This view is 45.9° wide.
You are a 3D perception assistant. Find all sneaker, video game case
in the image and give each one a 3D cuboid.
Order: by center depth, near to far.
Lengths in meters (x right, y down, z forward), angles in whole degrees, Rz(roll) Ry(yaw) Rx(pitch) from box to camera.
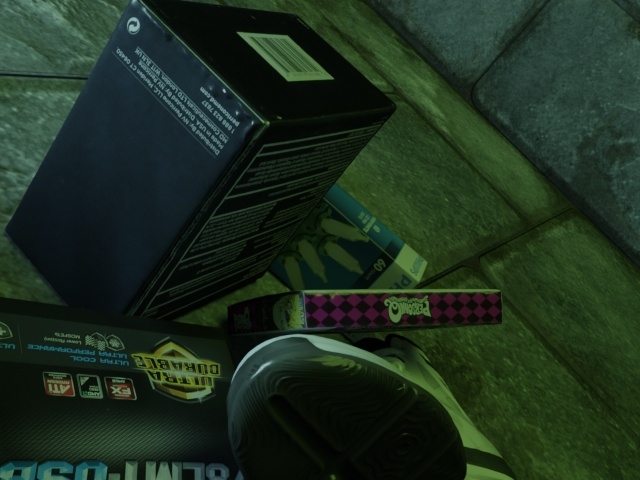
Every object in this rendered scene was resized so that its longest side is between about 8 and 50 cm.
[{"bbox_3d":[0.038,0.177,0.756,0.447,0.169,0.257,42,5,-39],"label":"sneaker"},{"bbox_3d":[0.042,0.080,0.826,0.232,0.210,0.041,2,81,-27],"label":"video game case"}]

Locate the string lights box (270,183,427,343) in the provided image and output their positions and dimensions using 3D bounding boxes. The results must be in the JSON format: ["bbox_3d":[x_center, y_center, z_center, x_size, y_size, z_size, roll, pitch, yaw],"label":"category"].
[{"bbox_3d":[0.000,0.000,1.013,0.260,0.133,0.077,41,25,0],"label":"string lights box"}]

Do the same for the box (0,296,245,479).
[{"bbox_3d":[-0.171,0.184,0.591,0.296,0.073,0.293,16,35,-39],"label":"box"}]

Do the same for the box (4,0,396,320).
[{"bbox_3d":[-0.119,-0.080,0.802,0.183,0.294,0.296,45,27,12],"label":"box"}]
